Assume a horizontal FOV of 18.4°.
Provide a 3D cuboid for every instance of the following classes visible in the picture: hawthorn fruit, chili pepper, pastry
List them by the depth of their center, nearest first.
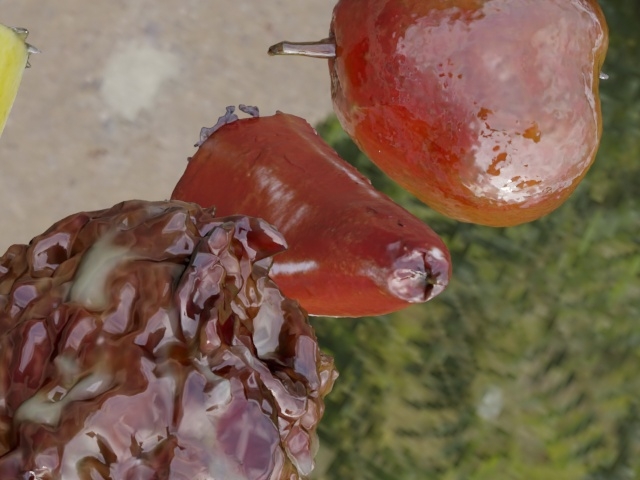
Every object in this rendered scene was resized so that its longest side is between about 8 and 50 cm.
[{"bbox_3d":[-0.093,0.060,0.486,0.208,0.097,0.115,-21,142,23],"label":"pastry"},{"bbox_3d":[0.004,-0.002,0.810,0.065,0.169,0.088,29,87,-33],"label":"chili pepper"},{"bbox_3d":[0.077,-0.110,1.306,0.225,0.196,0.197,11,105,-5],"label":"hawthorn fruit"}]

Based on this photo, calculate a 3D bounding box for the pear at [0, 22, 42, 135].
[{"bbox_3d":[-0.324,-0.067,1.298,0.267,0.267,0.178,19,64,-44],"label":"pear"}]
